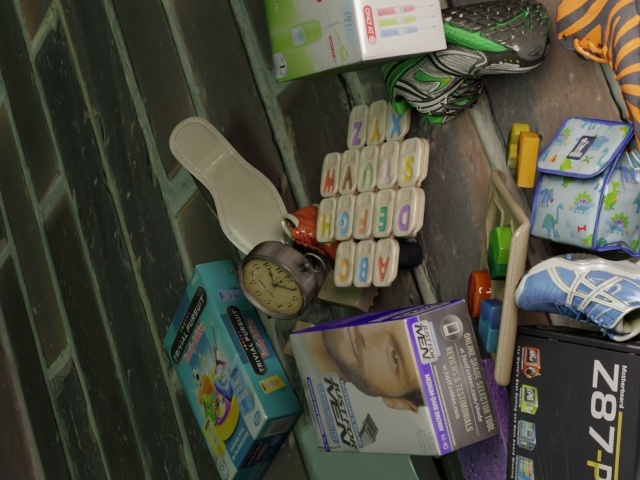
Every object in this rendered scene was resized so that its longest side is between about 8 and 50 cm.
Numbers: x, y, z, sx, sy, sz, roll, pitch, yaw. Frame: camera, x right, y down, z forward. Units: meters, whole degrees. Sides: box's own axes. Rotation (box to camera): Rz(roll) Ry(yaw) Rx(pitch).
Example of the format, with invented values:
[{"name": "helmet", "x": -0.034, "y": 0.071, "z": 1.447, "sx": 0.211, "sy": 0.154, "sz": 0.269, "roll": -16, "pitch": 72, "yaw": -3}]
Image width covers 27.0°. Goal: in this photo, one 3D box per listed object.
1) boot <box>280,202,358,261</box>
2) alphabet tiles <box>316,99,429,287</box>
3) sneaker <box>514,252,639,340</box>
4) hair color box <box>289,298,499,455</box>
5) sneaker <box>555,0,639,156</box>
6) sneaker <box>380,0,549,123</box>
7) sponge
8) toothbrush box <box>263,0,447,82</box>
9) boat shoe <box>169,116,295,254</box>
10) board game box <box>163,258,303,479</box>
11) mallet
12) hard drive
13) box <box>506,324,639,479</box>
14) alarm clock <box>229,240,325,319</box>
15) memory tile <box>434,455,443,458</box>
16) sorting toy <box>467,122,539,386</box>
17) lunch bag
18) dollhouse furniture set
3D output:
[{"name": "boot", "x": 0.000, "y": 0.000, "z": 2.099, "sx": 0.158, "sy": 0.084, "sz": 0.059, "roll": 45, "pitch": 133, "yaw": 43}, {"name": "alphabet tiles", "x": 0.071, "y": -0.070, "z": 1.946, "sx": 0.284, "sy": 0.021, "sz": 0.278, "roll": -4, "pitch": 79, "yaw": 61}, {"name": "sneaker", "x": 0.314, "y": 0.066, "z": 1.497, "sx": 0.211, "sy": 0.080, "sz": 0.081, "roll": -5, "pitch": 56, "yaw": 33}, {"name": "hair color box", "x": 0.092, "y": 0.194, "z": 1.843, "sx": 0.339, "sy": 0.110, "sz": 0.185, "roll": -16, "pitch": 89, "yaw": 60}, {"name": "sneaker", "x": 0.350, "y": -0.186, "z": 1.443, "sx": 0.180, "sy": 0.124, "sz": 0.321, "roll": 164, "pitch": 107, "yaw": -64}, {"name": "sneaker", "x": 0.186, "y": -0.227, "z": 1.704, "sx": 0.343, "sy": 0.134, "sz": 0.146, "roll": -170, "pitch": 66, "yaw": -67}, {"name": "sponge", "x": 0.228, "y": 0.270, "z": 1.837, "sx": 0.117, "sy": 0.031, "sz": 0.210, "roll": -27, "pitch": 74, "yaw": 58}, {"name": "toothbrush box", "x": 0.030, "y": -0.320, "z": 1.687, "sx": 0.283, "sy": 0.122, "sz": 0.206, "roll": 3, "pitch": 103, "yaw": 66}, {"name": "boat shoe", "x": -0.141, "y": -0.077, "z": 2.303, "sx": 0.324, "sy": 0.116, "sz": 0.097, "roll": 50, "pitch": 180, "yaw": 24}, {"name": "board game box", "x": -0.170, "y": 0.246, "z": 2.456, "sx": 0.336, "sy": 0.079, "sz": 0.254, "roll": 62, "pitch": 145, "yaw": 29}, {"name": "mallet", "x": 0.125, "y": -0.052, "z": 1.929, "sx": 0.039, "sy": 0.062, "sz": 0.190, "roll": 6, "pitch": 88, "yaw": 58}, {"name": "hard drive", "x": 0.073, "y": 0.342, "z": 2.090, "sx": 0.307, "sy": 0.040, "sz": 0.203, "roll": -46, "pitch": 61, "yaw": 56}, {"name": "box", "x": 0.343, "y": 0.309, "z": 1.541, "sx": 0.318, "sy": 0.097, "sz": 0.395, "roll": 7, "pitch": 94, "yaw": 58}, {"name": "alarm clock", "x": -0.055, "y": 0.057, "z": 2.153, "sx": 0.129, "sy": 0.064, "sz": 0.192, "roll": 52, "pitch": 140, "yaw": -12}, {"name": "memory tile", "x": 0.142, "y": 0.257, "z": 1.996, "sx": 0.148, "sy": 0.012, "sz": 0.113, "roll": 15, "pitch": 111, "yaw": 58}, {"name": "sorting toy", "x": 0.221, "y": -0.003, "z": 1.657, "sx": 0.229, "sy": 0.041, "sz": 0.307, "roll": -92, "pitch": 5, "yaw": -69}, {"name": "lunch bag", "x": 0.316, "y": -0.066, "z": 1.546, "sx": 0.129, "sy": 0.096, "sz": 0.151, "roll": 17, "pitch": 97, "yaw": 60}, {"name": "dollhouse furniture set", "x": 0.051, "y": 0.145, "z": 2.106, "sx": 0.144, "sy": 0.123, "sz": 0.151, "roll": 9, "pitch": 70, "yaw": 58}]
